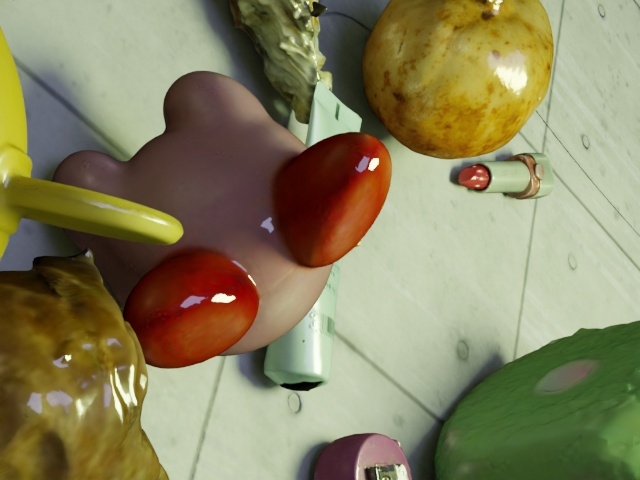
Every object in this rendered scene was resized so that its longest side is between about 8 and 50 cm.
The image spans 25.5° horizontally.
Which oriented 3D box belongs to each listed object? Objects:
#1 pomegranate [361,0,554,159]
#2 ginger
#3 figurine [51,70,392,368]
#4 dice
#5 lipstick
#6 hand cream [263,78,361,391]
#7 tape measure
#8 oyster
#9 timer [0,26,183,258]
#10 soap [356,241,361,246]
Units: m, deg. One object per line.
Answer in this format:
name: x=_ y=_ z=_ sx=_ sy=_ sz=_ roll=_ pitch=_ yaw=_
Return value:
pomegranate: x=0.165 y=-0.215 z=1.677 sx=0.248 sy=0.248 sz=0.248 roll=23 pitch=61 yaw=-47
ginger: x=-0.229 y=0.148 z=1.060 sx=0.223 sy=0.200 sz=0.269 roll=-21 pitch=137 yaw=-24
figurine: x=-0.084 y=0.006 z=1.260 sx=0.270 sy=0.261 sz=0.211 roll=-39 pitch=135 yaw=-14
dice: x=0.347 y=0.301 z=1.662 sx=0.322 sy=0.318 sz=0.330 roll=-41 pitch=110 yaw=-50
lipstick: x=0.242 y=-0.084 z=1.882 sx=0.186 sy=0.057 sz=0.063 roll=-5 pitch=83 yaw=-51
hand cream: x=0.000 y=0.000 z=1.477 sx=0.109 sy=0.067 sz=0.320 roll=35 pitch=61 yaw=-57
tape measure: x=0.052 y=0.262 z=1.491 sx=0.125 sy=0.074 sz=0.118 roll=1 pitch=77 yaw=-55
oyster: x=-0.055 y=-0.295 z=1.537 sx=0.201 sy=0.107 sz=0.354 roll=63 pitch=14 yaw=-76
timer: x=-0.319 y=-0.059 z=0.883 sx=0.387 sy=0.376 sz=0.376 roll=13 pitch=68 yaw=-45
soap: x=-0.041 y=-0.056 z=1.512 sx=0.252 sy=0.037 sz=0.092 roll=16 pitch=67 yaw=-50
